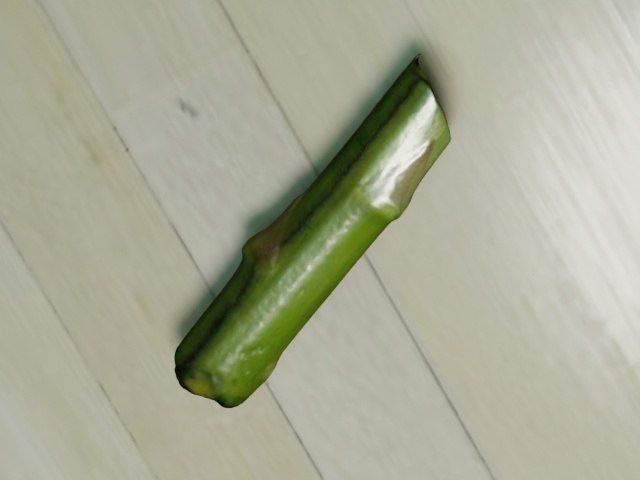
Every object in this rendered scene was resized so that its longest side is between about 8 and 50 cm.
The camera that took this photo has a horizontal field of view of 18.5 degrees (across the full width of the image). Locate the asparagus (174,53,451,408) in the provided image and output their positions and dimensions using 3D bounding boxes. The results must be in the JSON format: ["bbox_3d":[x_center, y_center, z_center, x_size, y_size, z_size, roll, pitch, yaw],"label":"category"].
[{"bbox_3d":[0.000,-0.001,1.300,0.067,0.060,0.277,47,112,16],"label":"asparagus"}]
